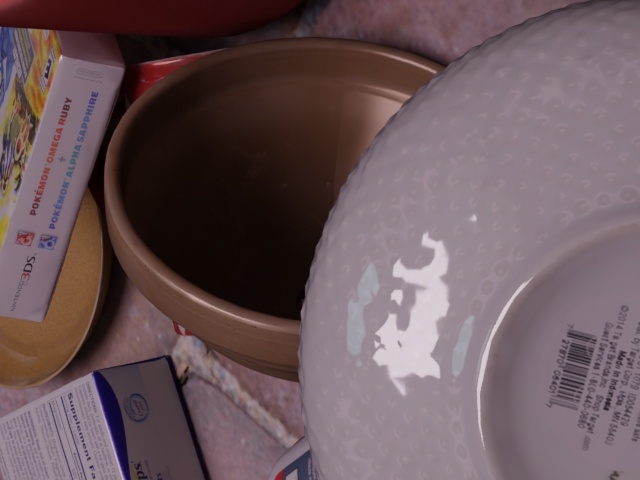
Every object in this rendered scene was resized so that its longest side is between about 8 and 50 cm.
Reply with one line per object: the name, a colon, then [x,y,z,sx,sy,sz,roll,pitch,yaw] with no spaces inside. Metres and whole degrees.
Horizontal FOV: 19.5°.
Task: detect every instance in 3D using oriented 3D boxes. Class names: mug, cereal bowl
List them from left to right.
mug: [-0.068,-0.032,1.162,0.150,0.113,0.169,-2,100,59]
cereal bowl: [0.151,0.060,0.820,0.339,0.141,0.338,1,98,7]

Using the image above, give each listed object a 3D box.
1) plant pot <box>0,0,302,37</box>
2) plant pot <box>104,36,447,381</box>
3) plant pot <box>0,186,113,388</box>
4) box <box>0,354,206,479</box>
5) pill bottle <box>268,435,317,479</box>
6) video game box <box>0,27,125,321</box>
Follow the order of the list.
plant pot: [-0.116,-0.230,1.042,0.275,0.243,0.274,-5,81,32]
plant pot: [0.000,0.000,1.029,0.237,0.237,0.109,41,146,32]
plant pot: [-0.225,-0.010,1.358,0.236,0.032,0.236,8,101,42]
box: [-0.152,0.161,1.287,0.137,0.072,0.126,-27,78,44]
pill bottle: [0.060,0.124,1.054,0.180,0.108,0.108,-42,68,40]
video game box: [-0.185,-0.081,1.195,0.205,0.048,0.187,-115,38,-55]
